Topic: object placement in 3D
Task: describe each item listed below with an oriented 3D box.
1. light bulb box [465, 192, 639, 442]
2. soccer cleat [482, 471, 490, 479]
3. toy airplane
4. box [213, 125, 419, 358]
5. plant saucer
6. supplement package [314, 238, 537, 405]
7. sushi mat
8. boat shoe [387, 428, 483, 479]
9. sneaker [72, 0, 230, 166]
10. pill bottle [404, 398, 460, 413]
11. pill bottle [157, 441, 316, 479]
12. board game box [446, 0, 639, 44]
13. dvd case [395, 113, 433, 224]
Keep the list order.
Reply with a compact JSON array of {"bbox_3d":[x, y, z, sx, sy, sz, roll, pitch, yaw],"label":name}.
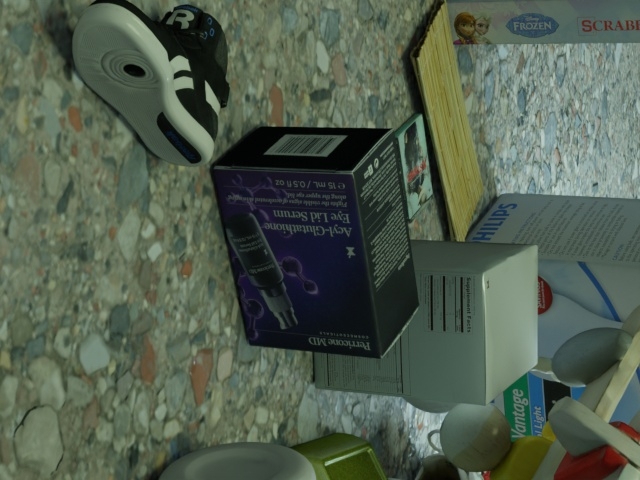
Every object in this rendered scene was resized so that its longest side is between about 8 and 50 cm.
[{"bbox_3d":[0.409,0.138,1.974,0.225,0.361,0.358,-43,131,-53],"label":"light bulb box"},{"bbox_3d":[0.253,0.365,2.059,0.083,0.029,0.035,-41,138,-52],"label":"soccer cleat"},{"bbox_3d":[0.259,0.266,1.584,0.386,0.272,0.384,-21,136,-63],"label":"toy airplane"},{"bbox_3d":[0.000,0.000,1.352,0.108,0.153,0.207,-48,133,-53],"label":"box"},{"bbox_3d":[0.039,0.296,1.484,0.188,0.045,0.188,-1,63,-64],"label":"plant saucer"},{"bbox_3d":[0.123,0.086,1.558,0.194,0.203,0.149,-19,110,-62],"label":"supplement package"},{"bbox_3d":[0.173,-0.154,1.843,0.151,0.019,0.316,-62,145,-46],"label":"sushi mat"},{"bbox_3d":[0.173,0.326,1.791,0.367,0.136,0.156,8,82,-54],"label":"boat shoe"},{"bbox_3d":[-0.138,-0.165,1.150,0.217,0.079,0.121,63,35,-59],"label":"sneaker"},{"bbox_3d":[0.171,0.126,1.770,0.193,0.108,0.108,-52,138,-49],"label":"pill bottle"},{"bbox_3d":[-0.067,0.329,1.253,0.146,0.146,0.264,-30,119,-60],"label":"pill bottle"},{"bbox_3d":[0.370,-0.361,1.895,0.318,0.319,0.066,-51,137,-50],"label":"board game box"},{"bbox_3d":[0.117,-0.092,1.746,0.087,0.013,0.119,-44,132,-55],"label":"dvd case"}]
